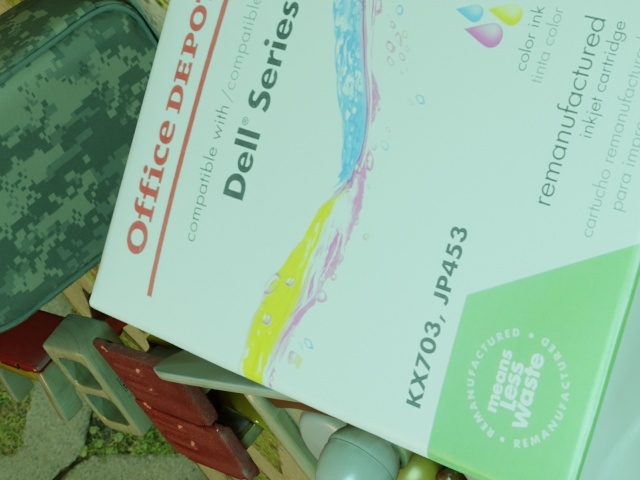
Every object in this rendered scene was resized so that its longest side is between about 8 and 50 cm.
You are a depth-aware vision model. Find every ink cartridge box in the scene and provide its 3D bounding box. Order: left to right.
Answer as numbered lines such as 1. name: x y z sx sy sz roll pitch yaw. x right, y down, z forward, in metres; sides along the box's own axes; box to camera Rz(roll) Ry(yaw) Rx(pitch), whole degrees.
1. ink cartridge box: 0.024 -0.030 0.793 0.353 0.207 0.119 19 -174 40

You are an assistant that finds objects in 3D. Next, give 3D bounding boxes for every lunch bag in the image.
1. lunch bag: -0.286 -0.088 1.571 0.256 0.305 0.212 23 148 53

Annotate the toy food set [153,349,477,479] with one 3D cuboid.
1. toy food set: 0.040 0.192 1.130 0.220 0.092 0.306 1 132 52

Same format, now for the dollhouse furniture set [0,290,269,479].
1. dollhouse furniture set: -0.155 0.065 1.597 0.374 0.201 0.152 12 143 45
